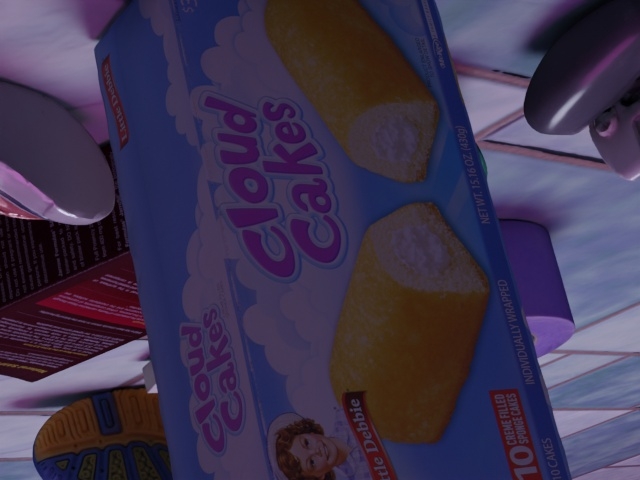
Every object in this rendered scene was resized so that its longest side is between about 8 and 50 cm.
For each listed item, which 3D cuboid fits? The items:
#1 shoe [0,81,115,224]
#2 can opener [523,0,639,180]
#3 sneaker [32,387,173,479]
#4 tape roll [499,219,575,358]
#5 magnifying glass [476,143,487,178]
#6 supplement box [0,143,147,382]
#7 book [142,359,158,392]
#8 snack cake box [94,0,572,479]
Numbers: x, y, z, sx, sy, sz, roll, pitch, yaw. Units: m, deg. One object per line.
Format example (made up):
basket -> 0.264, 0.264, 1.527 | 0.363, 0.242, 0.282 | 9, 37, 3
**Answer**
shoe -> -0.186, -0.041, 0.752 | 0.081, 0.063, 0.178 | -21, 154, 27
can opener -> 0.215, -0.118, 0.771 | 0.095, 0.076, 0.283 | -1, 157, -33
sneaker -> -0.130, 0.200, 1.402 | 0.296, 0.112, 0.131 | -1, 158, -29
tape roll -> 0.099, 0.056, 1.188 | 0.189, 0.080, 0.189 | -11, 160, -4
magnifying glass -> -0.001, -0.050, 0.832 | 0.231, 0.026, 0.092 | 17, 126, -39
supplement box -> -0.134, 0.011, 0.912 | 0.239, 0.073, 0.130 | -23, 158, 25
book -> -0.065, 0.096, 1.275 | 0.144, 0.035, 0.096 | 1, 153, -31
snack cake box -> 0.000, 0.010, 0.697 | 0.152, 0.264, 0.089 | -1, 157, -33
